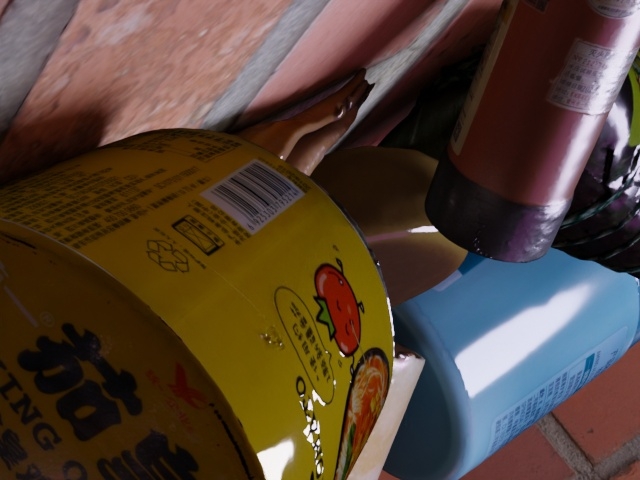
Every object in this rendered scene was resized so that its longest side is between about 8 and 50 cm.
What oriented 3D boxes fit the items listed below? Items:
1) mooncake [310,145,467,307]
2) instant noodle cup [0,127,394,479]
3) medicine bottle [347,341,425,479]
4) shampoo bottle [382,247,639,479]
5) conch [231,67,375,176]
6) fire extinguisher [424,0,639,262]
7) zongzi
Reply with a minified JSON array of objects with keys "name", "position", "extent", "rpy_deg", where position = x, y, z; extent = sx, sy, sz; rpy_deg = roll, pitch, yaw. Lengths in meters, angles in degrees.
[{"name":"mooncake","position":[0.000,0.000,1.384],"extent":[0.235,0.117,0.235],"rpy_deg":[-14,157,-6]},{"name":"instant noodle cup","position":[-0.115,0.089,0.895],"extent":[0.325,0.325,0.254],"rpy_deg":[-44,180,33]},{"name":"medicine bottle","position":[-0.075,0.260,1.606],"extent":[0.236,0.236,0.406],"rpy_deg":[19,94,-80]},{"name":"shampoo bottle","position":[0.170,0.069,1.853],"extent":[0.343,0.331,0.331],"rpy_deg":[-33,170,-29]},{"name":"conch","position":[-0.053,-0.040,1.176],"extent":[0.330,0.093,0.109],"rpy_deg":[-58,145,-42]},{"name":"fire extinguisher","position":[0.204,-0.175,1.243],"extent":[0.200,0.113,0.376],"rpy_deg":[-42,156,-56]},{"name":"zongzi","position":[0.269,-0.056,1.556],"extent":[0.319,0.362,0.383],"rpy_deg":[-22,-176,42]}]
